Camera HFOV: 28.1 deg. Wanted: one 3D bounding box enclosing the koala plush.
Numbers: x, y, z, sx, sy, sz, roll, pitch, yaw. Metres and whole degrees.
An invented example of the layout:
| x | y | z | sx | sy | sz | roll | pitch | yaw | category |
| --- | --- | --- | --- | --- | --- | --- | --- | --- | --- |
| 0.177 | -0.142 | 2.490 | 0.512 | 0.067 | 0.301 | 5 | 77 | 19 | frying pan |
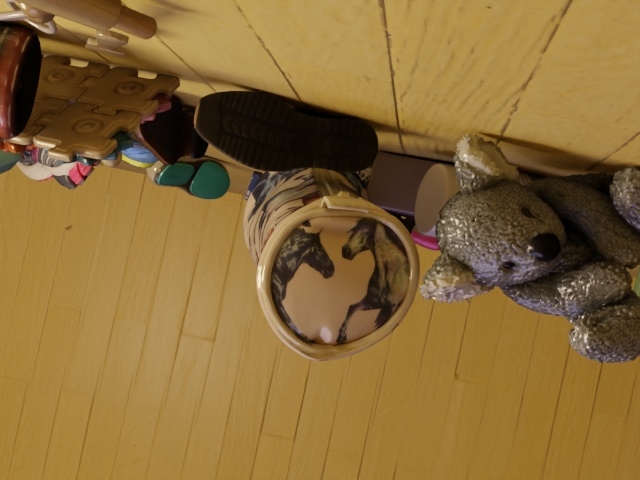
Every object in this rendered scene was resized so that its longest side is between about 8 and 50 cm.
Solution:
| x | y | z | sx | sy | sz | roll | pitch | yaw | category |
| --- | --- | --- | --- | --- | --- | --- | --- | --- | --- |
| 0.204 | 0.000 | 1.268 | 0.221 | 0.196 | 0.203 | 8 | -169 | -29 | koala plush |

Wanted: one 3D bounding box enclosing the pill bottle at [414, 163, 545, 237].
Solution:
| x | y | z | sx | sy | sz | roll | pitch | yaw | category |
| --- | --- | --- | --- | --- | --- | --- | --- | --- | --- |
| 0.210 | -0.028 | 1.480 | 0.187 | 0.112 | 0.112 | 12 | 179 | -19 | pill bottle |

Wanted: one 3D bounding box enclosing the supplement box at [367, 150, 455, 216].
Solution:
| x | y | z | sx | sy | sz | roll | pitch | yaw | category |
| --- | --- | --- | --- | --- | --- | --- | --- | --- | --- |
| 0.168 | -0.053 | 1.668 | 0.130 | 0.073 | 0.239 | 12 | 178 | 26 | supplement box |

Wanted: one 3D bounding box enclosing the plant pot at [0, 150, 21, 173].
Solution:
| x | y | z | sx | sy | sz | roll | pitch | yaw | category |
| --- | --- | --- | --- | --- | --- | --- | --- | --- | --- |
| -0.553 | -0.147 | 1.808 | 0.234 | 0.165 | 0.166 | -9 | 177 | -22 | plant pot |

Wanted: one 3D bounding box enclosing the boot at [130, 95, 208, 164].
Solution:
| x | y | z | sx | sy | sz | roll | pitch | yaw | category |
| --- | --- | --- | --- | --- | --- | --- | --- | --- | --- |
| -0.212 | -0.134 | 1.508 | 0.106 | 0.082 | 0.219 | 9 | 180 | 13 | boot |

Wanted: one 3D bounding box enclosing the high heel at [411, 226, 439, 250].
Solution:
| x | y | z | sx | sy | sz | roll | pitch | yaw | category |
| --- | --- | --- | --- | --- | --- | --- | --- | --- | --- |
| 0.187 | -0.048 | 2.398 | 0.244 | 0.082 | 0.117 | 5 | 145 | 6 | high heel |

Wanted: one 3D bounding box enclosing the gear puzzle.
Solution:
| x | y | z | sx | sy | sz | roll | pitch | yaw | category |
| --- | --- | --- | --- | --- | --- | --- | --- | --- | --- |
| -0.322 | -0.134 | 1.281 | 0.339 | 0.044 | 0.175 | 12 | -142 | 19 | gear puzzle |

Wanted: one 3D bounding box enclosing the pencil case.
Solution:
| x | y | z | sx | sy | sz | roll | pitch | yaw | category |
| --- | --- | --- | --- | --- | --- | --- | --- | --- | --- |
| 0.000 | 0.000 | 1.395 | 0.160 | 0.183 | 0.410 | -4 | -169 | -5 | pencil case |

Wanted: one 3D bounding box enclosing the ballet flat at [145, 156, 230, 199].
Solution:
| x | y | z | sx | sy | sz | roll | pitch | yaw | category |
| --- | --- | --- | --- | --- | --- | --- | --- | --- | --- |
| -0.254 | -0.135 | 2.367 | 0.086 | 0.086 | 0.248 | 12 | 177 | 25 | ballet flat |

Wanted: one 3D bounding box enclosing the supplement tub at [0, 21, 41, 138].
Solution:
| x | y | z | sx | sy | sz | roll | pitch | yaw | category |
| --- | --- | --- | --- | --- | --- | --- | --- | --- | --- |
| -0.361 | -0.161 | 1.159 | 0.198 | 0.106 | 0.106 | 12 | 179 | -1 | supplement tub |

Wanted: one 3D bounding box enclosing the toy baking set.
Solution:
| x | y | z | sx | sy | sz | roll | pitch | yaw | category |
| --- | --- | --- | --- | --- | --- | --- | --- | --- | --- |
| -0.217 | -0.177 | 0.923 | 0.256 | 0.030 | 0.197 | 14 | -179 | -43 | toy baking set |

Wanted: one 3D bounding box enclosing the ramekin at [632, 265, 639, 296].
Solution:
| x | y | z | sx | sy | sz | roll | pitch | yaw | category |
| --- | --- | --- | --- | --- | --- | --- | --- | --- | --- |
| 0.634 | 0.092 | 2.002 | 0.303 | 0.148 | 0.303 | 12 | 179 | 0 | ramekin |

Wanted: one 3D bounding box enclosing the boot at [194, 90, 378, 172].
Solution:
| x | y | z | sx | sy | sz | roll | pitch | yaw | category |
| --- | --- | --- | --- | --- | --- | --- | --- | --- | --- |
| -0.057 | -0.112 | 1.336 | 0.198 | 0.077 | 0.137 | 14 | -177 | -28 | boot |

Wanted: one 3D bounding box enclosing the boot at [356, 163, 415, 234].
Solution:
| x | y | z | sx | sy | sz | roll | pitch | yaw | category |
| --- | --- | --- | --- | --- | --- | --- | --- | --- | --- |
| 0.028 | -0.026 | 1.783 | 0.236 | 0.178 | 0.085 | 12 | 179 | -15 | boot |

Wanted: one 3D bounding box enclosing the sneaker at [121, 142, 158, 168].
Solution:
| x | y | z | sx | sy | sz | roll | pitch | yaw | category |
| --- | --- | --- | --- | --- | --- | --- | --- | --- | --- |
| -0.289 | -0.164 | 1.651 | 0.209 | 0.069 | 0.082 | 21 | 143 | -19 | sneaker |

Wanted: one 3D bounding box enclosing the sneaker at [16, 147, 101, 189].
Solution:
| x | y | z | sx | sy | sz | roll | pitch | yaw | category |
| --- | --- | --- | --- | --- | --- | --- | --- | --- | --- |
| -0.414 | -0.163 | 1.948 | 0.112 | 0.121 | 0.299 | 45 | 164 | -25 | sneaker |
